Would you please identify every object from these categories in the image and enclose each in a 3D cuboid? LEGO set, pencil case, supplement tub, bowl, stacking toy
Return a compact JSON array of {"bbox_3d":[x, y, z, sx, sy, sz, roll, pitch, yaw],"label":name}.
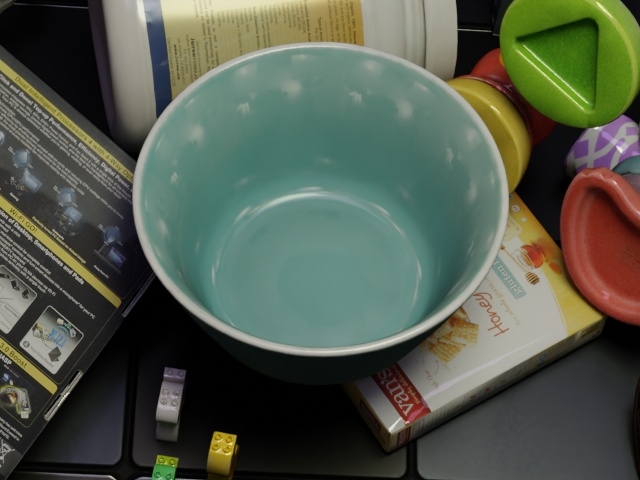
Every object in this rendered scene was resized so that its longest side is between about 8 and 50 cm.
[{"bbox_3d":[-0.109,0.206,1.597,0.087,0.093,0.227,9,59,0],"label":"LEGO set"},{"bbox_3d":[0.323,-0.041,1.789,0.206,0.088,0.086,41,102,18],"label":"pencil case"},{"bbox_3d":[-0.049,-0.209,1.766,0.316,0.228,0.228,-8,61,-10],"label":"supplement tub"},{"bbox_3d":[0.000,0.000,1.635,0.311,0.163,0.312,0,58,0],"label":"bowl"},{"bbox_3d":[0.259,-0.100,1.663,0.309,0.279,0.130,41,49,9],"label":"stacking toy"}]

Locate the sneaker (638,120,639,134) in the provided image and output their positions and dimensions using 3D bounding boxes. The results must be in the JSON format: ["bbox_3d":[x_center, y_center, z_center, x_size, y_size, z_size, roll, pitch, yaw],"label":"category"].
[{"bbox_3d":[0.398,-0.151,1.798,0.152,0.114,0.305,35,38,6],"label":"sneaker"}]

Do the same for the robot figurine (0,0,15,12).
[{"bbox_3d":[-0.391,-0.244,1.840,0.211,0.085,0.291,31,63,12],"label":"robot figurine"}]

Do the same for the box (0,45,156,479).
[{"bbox_3d":[-0.345,-0.024,1.620,0.395,0.097,0.318,41,63,-12],"label":"box"}]

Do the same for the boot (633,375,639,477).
[{"bbox_3d":[0.343,0.210,1.653,0.106,0.082,0.219,-4,70,-19],"label":"boot"}]

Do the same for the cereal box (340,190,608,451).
[{"bbox_3d":[0.114,0.064,1.725,0.240,0.047,0.173,-27,64,-19],"label":"cereal box"}]

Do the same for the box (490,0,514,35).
[{"bbox_3d":[0.227,-0.346,1.850,0.103,0.261,0.184,-1,60,-6],"label":"box"}]
